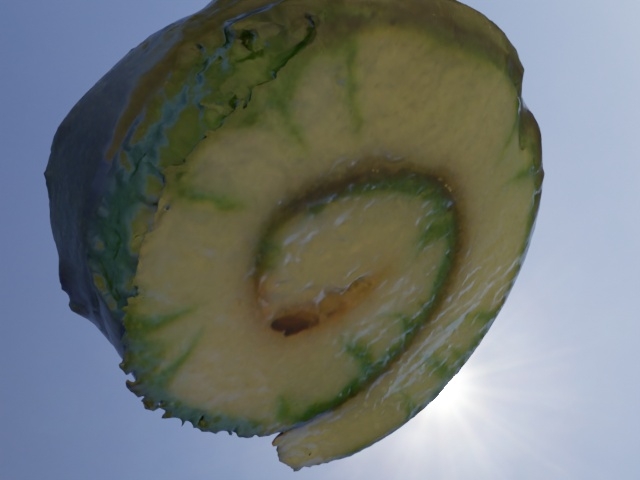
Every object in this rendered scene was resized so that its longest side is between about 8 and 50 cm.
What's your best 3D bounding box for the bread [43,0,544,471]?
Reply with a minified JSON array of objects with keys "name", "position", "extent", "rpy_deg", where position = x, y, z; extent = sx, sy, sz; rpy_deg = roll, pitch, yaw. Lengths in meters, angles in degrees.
[{"name":"bread","position":[0.000,0.000,0.515],"extent":[0.366,0.382,0.129],"rpy_deg":[-14,-146,-34]}]
